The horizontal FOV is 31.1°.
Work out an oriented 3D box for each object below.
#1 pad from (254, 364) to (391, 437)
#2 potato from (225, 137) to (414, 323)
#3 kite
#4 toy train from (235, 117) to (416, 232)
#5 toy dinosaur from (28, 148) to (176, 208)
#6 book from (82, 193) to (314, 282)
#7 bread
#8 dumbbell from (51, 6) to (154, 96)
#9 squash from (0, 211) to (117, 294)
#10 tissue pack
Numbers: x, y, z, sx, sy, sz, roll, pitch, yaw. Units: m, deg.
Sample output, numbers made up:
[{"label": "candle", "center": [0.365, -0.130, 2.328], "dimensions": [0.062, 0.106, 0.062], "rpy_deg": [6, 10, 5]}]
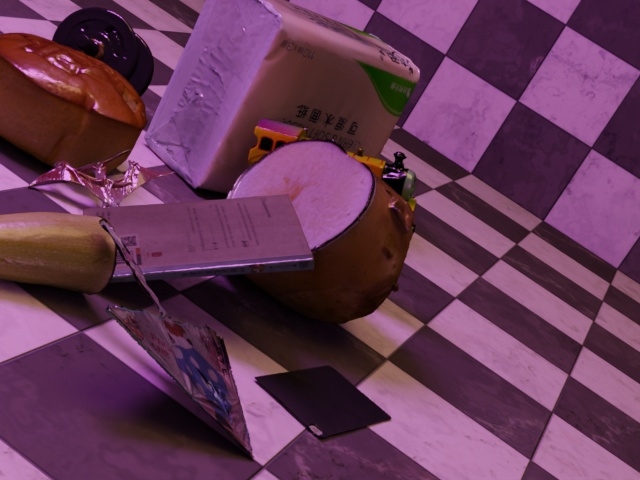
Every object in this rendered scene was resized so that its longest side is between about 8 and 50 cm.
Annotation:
[{"label": "pad", "center": [0.007, 0.198, 1.435], "dimensions": [0.116, 0.004, 0.193], "rpy_deg": [39, 18, 24]}, {"label": "potato", "center": [0.000, 0.000, 1.666], "dimensions": [0.299, 0.246, 0.196], "rpy_deg": [38, -15, 53]}, {"label": "kite", "center": [-0.156, 0.106, 1.255], "dimensions": [0.314, 0.011, 0.335], "rpy_deg": [56, 6, 15]}, {"label": "toy train", "center": [0.016, -0.089, 1.817], "dimensions": [0.296, 0.161, 0.100], "rpy_deg": [17, 16, 5]}, {"label": "toy dinosaur", "center": [-0.296, -0.078, 1.584], "dimensions": [0.220, 0.032, 0.108], "rpy_deg": [-4, 54, -35]}, {"label": "book", "center": [-0.162, -0.004, 1.466], "dimensions": [0.282, 0.025, 0.215], "rpy_deg": [-3, 25, -9]}, {"label": "bread", "center": [-0.380, -0.207, 1.676], "dimensions": [0.269, 0.148, 0.270], "rpy_deg": [30, 13, -8]}, {"label": "dumbbell", "center": [-0.364, -0.305, 1.933], "dimensions": [0.143, 0.143, 0.325], "rpy_deg": [32, 0, 2]}, {"label": "squash", "center": [-0.335, 0.015, 1.256], "dimensions": [0.224, 0.094, 0.094], "rpy_deg": [2, 32, -45]}, {"label": "tissue pack", "center": [-0.056, -0.237, 2.018], "dimensions": [0.405, 0.332, 0.205], "rpy_deg": [11, 24, -49]}]
